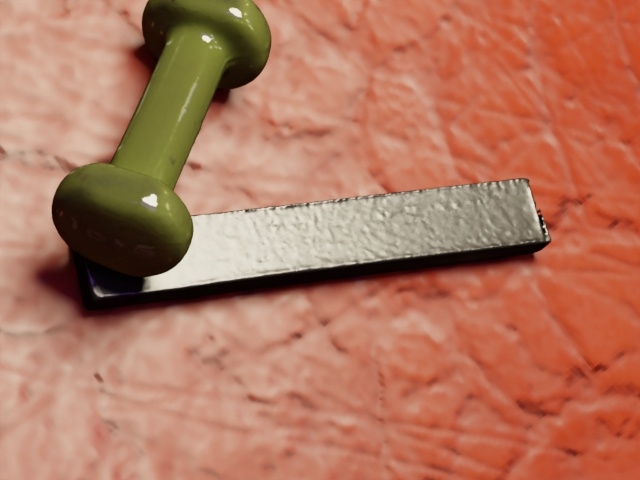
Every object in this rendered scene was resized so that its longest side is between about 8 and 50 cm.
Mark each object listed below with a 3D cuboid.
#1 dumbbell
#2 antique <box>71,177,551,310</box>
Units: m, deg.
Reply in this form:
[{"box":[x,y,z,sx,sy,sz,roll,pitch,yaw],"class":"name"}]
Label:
[{"box":[-0.056,-0.043,0.678,0.052,0.046,0.118,21,54,0],"class":"dumbbell"},{"box":[0.000,0.000,0.712,0.192,0.015,0.031,-6,70,-24],"class":"antique"}]
